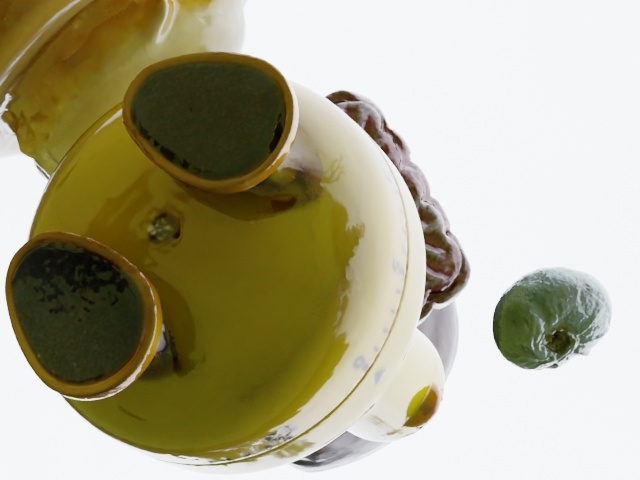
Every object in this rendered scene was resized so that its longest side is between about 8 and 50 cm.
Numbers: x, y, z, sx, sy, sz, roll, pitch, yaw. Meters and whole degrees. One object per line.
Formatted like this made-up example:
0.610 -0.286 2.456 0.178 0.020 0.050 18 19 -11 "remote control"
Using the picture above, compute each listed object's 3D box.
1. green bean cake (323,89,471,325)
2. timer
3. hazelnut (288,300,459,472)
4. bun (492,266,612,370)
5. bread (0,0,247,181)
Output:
0.000 0.000 0.997 0.135 0.135 0.056 58 -7 5 "green bean cake"
-0.021 0.011 0.484 0.107 0.109 0.107 -8 -111 20 "timer"
-0.012 0.062 1.400 0.234 0.218 0.218 38 -38 -8 "hazelnut"
0.156 0.055 1.229 0.045 0.083 0.083 -98 -163 -50 "bun"
-0.106 -0.166 0.661 0.173 0.121 0.311 -47 -133 45 "bread"
